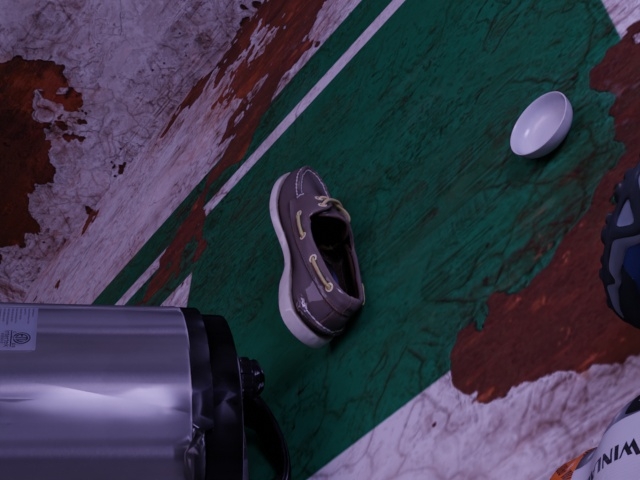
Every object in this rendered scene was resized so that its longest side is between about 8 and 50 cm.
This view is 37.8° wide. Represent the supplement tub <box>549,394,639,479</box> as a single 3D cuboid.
[{"bbox_3d":[0.279,0.134,0.474,0.316,0.193,0.194,-37,31,39],"label":"supplement tub"}]

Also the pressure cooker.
[{"bbox_3d":[-0.245,0.257,1.119,0.375,0.420,0.370,122,146,-60],"label":"pressure cooker"}]

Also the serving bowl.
[{"bbox_3d":[0.253,-0.125,1.050,0.083,0.027,0.083,-45,26,29],"label":"serving bowl"}]

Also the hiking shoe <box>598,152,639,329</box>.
[{"bbox_3d":[0.300,-0.039,0.676,0.132,0.113,0.304,36,133,32],"label":"hiking shoe"}]

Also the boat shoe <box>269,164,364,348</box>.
[{"bbox_3d":[0.000,0.000,1.295,0.096,0.116,0.324,-40,33,27],"label":"boat shoe"}]
